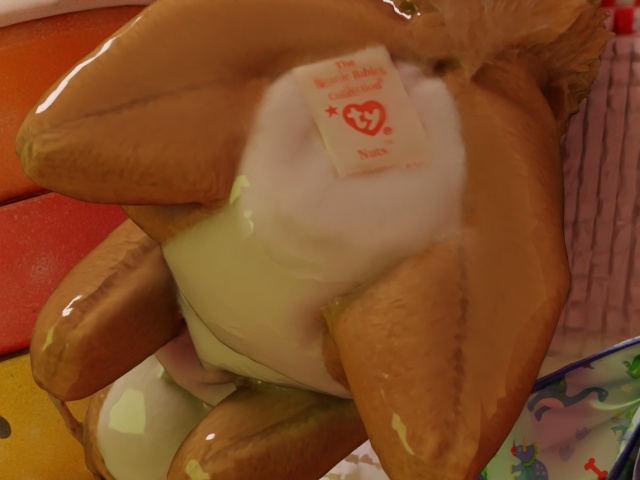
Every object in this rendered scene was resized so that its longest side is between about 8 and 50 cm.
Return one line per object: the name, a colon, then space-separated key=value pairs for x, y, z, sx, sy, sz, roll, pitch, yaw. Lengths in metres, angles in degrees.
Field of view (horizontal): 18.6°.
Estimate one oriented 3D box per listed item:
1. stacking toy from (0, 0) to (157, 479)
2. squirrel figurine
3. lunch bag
stacking toy: x=-0.208 y=0.062 z=1.409 sx=0.350 sy=0.351 sz=0.480 roll=-21 pitch=87 yaw=48
squirrel figurine: x=0.000 y=0.000 z=1.154 sx=0.397 sy=0.281 sz=0.370 roll=-55 pitch=-4 yaw=-30
lunch bag: x=0.172 y=0.100 z=1.012 sx=0.151 sy=0.129 sz=0.096 roll=-50 pitch=54 yaw=32
